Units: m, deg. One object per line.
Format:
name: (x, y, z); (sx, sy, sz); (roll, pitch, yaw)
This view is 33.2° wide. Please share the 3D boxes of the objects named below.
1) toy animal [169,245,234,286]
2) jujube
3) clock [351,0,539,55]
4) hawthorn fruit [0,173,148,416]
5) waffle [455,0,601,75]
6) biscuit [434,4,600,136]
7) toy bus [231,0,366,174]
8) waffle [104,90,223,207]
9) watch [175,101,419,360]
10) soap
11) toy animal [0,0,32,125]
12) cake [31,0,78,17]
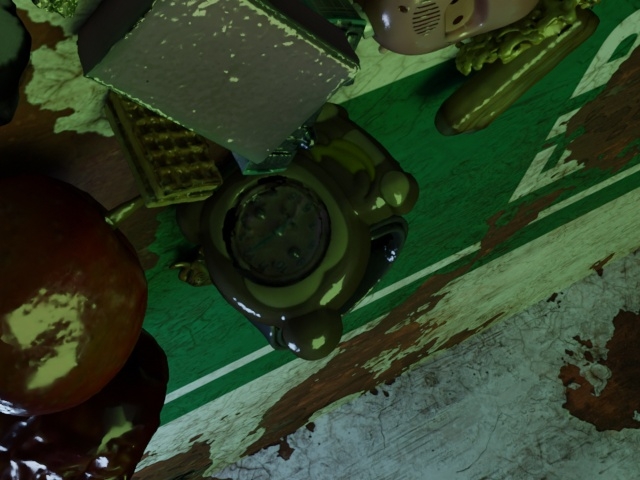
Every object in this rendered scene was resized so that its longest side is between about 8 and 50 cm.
toy animal: (-0.162, 0.040, 1.764); (0.241, 0.057, 0.099); (-10, 149, -48)
jujube: (-0.390, 0.287, 1.671); (0.377, 0.276, 0.276); (-45, 156, 28)
clock: (0.152, -0.316, 1.327); (0.241, 0.142, 0.227); (-28, 159, -4)
hawthorn fruit: (-0.321, 0.044, 1.268); (0.330, 0.287, 0.287); (-41, 159, 3)
waffle: (0.316, -0.332, 1.512); (0.280, 0.060, 0.262); (-26, -163, 44)
biscuit: (0.314, -0.272, 1.709); (0.290, 0.062, 0.237); (-40, 174, 22)
toy bus: (-0.036, -0.196, 1.351); (0.091, 0.109, 0.262); (-6, 145, -38)
waffle: (-0.186, -0.114, 1.263); (0.102, 0.148, 0.042); (-13, 162, -46)
watch: (0.000, 0.000, 1.618); (0.335, 0.314, 0.327); (-47, 162, 4)
soap: (-0.106, -0.204, 1.160); (0.181, 0.081, 0.259); (-42, 138, 24)
toy animal: (-0.380, -0.116, 0.896); (0.267, 0.212, 0.212); (-50, 155, 21)
cake: (-0.228, -0.269, 0.992); (0.051, 0.055, 0.140); (3, 138, -48)
